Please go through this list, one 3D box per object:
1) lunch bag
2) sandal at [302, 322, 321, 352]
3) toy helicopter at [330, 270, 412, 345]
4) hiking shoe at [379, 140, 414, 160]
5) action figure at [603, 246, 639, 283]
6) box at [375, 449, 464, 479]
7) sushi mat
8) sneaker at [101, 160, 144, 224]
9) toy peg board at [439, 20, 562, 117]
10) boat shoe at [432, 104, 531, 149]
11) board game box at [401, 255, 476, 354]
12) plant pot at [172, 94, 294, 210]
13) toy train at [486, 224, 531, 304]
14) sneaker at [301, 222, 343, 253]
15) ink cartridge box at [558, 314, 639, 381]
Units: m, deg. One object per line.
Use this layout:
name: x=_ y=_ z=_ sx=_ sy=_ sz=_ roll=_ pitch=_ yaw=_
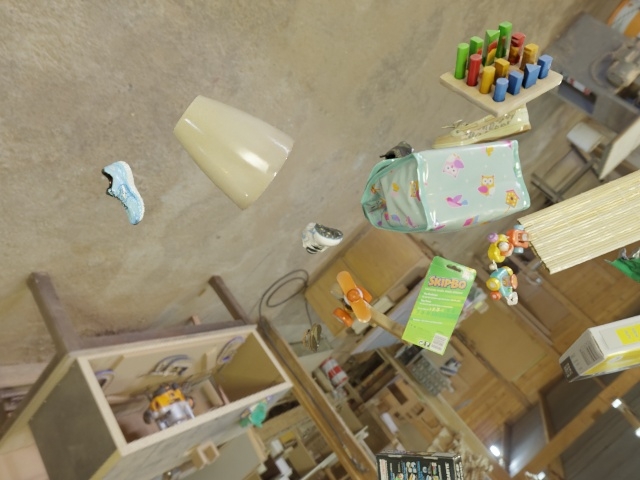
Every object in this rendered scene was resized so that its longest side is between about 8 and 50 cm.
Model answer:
lunch bag: x=0.221 y=-0.093 z=0.821 sx=0.223 sy=0.160 sz=0.262 roll=-10 pitch=180 yaw=-16
sandal: x=-0.034 y=0.362 z=1.565 sx=0.219 sy=0.060 sz=0.090 roll=85 pitch=24 yaw=-67
toy helicopter: x=0.166 y=0.236 z=1.407 sx=0.140 sy=0.355 sz=0.235 roll=-48 pitch=137 yaw=-16
hiking shoe: x=0.297 y=-0.241 z=1.412 sx=0.114 sy=0.227 sz=0.086 roll=-29 pitch=138 yaw=-11
action figure: x=0.881 y=0.107 z=1.088 sx=0.063 sy=0.232 sz=0.137 roll=-51 pitch=-178 yaw=-4
box: x=0.207 y=0.551 z=0.848 sx=0.175 sy=0.220 sz=0.051 roll=-15 pitch=157 yaw=31
sushi mat: x=0.620 y=-0.047 z=0.932 sx=0.316 sy=0.151 sz=0.019 roll=-23 pitch=151 yaw=7
sneaker: x=-0.497 y=-0.112 z=1.047 sx=0.063 sy=0.162 sz=0.073 roll=-15 pitch=-173 yaw=44
toy peg board: x=0.341 y=-0.332 z=0.794 sx=0.161 sy=0.161 sz=0.079 roll=-30 pitch=143 yaw=-12
boat shoe: x=0.472 y=-0.333 z=1.260 sx=0.285 sy=0.089 sz=0.104 roll=-8 pitch=-174 yaw=36
board game box: x=0.334 y=0.182 z=1.191 sx=0.039 sy=0.124 sz=0.259 roll=-32 pitch=141 yaw=-76
plant pot: x=-0.257 y=-0.267 z=1.176 sx=0.256 sy=0.274 sz=0.256 roll=-46 pitch=-160 yaw=22
toy train: x=0.383 y=0.043 z=0.832 sx=0.125 sy=0.166 sz=0.046 roll=15 pitch=168 yaw=-32
sneaker: x=0.000 y=0.000 z=1.114 sx=0.237 sy=0.085 sz=0.086 roll=-163 pitch=-89 yaw=-79
ink cartridge box: x=0.657 y=0.193 z=0.818 sx=0.307 sy=0.072 sz=0.303 roll=-17 pitch=149 yaw=12
